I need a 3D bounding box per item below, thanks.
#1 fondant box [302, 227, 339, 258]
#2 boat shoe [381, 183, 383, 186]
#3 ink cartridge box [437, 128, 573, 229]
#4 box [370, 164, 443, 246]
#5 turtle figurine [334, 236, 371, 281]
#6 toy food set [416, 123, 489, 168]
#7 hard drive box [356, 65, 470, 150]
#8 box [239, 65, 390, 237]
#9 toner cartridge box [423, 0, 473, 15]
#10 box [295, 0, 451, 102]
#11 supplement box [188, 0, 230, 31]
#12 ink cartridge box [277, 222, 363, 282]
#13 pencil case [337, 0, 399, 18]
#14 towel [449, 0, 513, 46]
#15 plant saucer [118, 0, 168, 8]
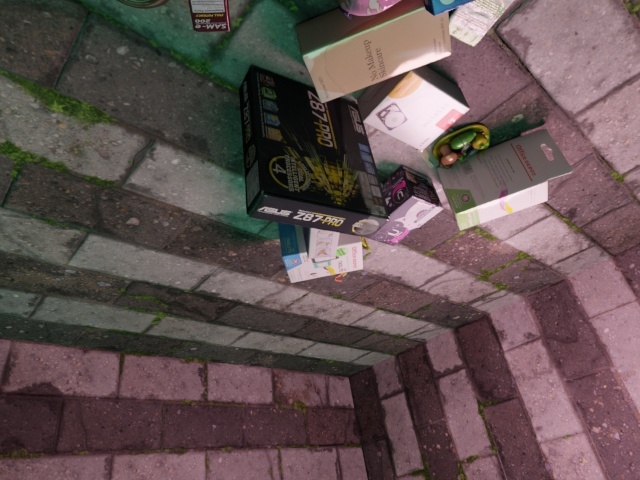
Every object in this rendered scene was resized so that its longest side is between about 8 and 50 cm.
[{"bbox_3d":[-0.005,-0.130,1.299,0.096,0.238,0.330,-6,147,-7],"label":"fondant box"},{"bbox_3d":[0.162,-0.191,1.442,0.100,0.035,0.035,6,144,-9],"label":"boat shoe"},{"bbox_3d":[0.584,-0.195,1.394,0.353,0.207,0.119,-20,145,15],"label":"ink cartridge box"},{"bbox_3d":[0.267,-0.110,1.495,0.163,0.142,0.247,16,139,-34],"label":"box"},{"bbox_3d":[0.091,0.060,1.756,0.217,0.087,0.269,-27,136,11],"label":"turtle figurine"},{"bbox_3d":[0.429,-0.274,1.356,0.218,0.071,0.128,-23,145,19],"label":"toy food set"},{"bbox_3d":[0.246,-0.364,1.153,0.232,0.089,0.181,14,140,-34],"label":"hard drive box"},{"bbox_3d":[-0.024,-0.209,1.030,0.318,0.395,0.097,11,143,-29],"label":"box"},{"bbox_3d":[0.228,-0.586,0.716,0.165,0.075,0.348,-18,126,9],"label":"toner cartridge box"},{"bbox_3d":[0.116,-0.444,0.961,0.311,0.121,0.148,-18,145,11],"label":"box"},{"bbox_3d":[-0.207,-0.514,0.759,0.073,0.130,0.239,-5,148,-9],"label":"supplement box"},{"bbox_3d":[0.000,0.000,1.535,0.270,0.197,0.198,-11,147,0],"label":"ink cartridge box"},{"bbox_3d":[0.054,-0.579,0.707,0.167,0.160,0.386,-13,148,10],"label":"pencil case"},{"bbox_3d":[0.365,-0.532,0.996,0.113,0.023,0.152,12,143,-27],"label":"towel"},{"bbox_3d":[-0.351,-0.513,0.813,0.168,0.029,0.168,-8,147,-5],"label":"plant saucer"}]
